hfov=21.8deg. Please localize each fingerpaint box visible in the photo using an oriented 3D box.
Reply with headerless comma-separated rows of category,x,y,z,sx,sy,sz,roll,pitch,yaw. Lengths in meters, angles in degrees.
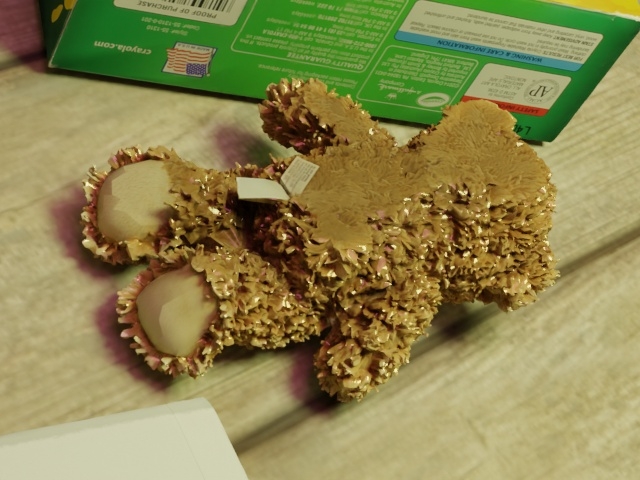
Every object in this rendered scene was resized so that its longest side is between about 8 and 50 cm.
fingerpaint box,-0.009,-0.288,1.345,0.444,0.163,0.371,6,50,-26

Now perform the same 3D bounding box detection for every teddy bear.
teddy bear,0.000,0.000,1.150,0.338,0.113,0.245,-27,61,-35

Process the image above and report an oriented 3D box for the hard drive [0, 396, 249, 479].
hard drive,-0.159,0.200,0.908,0.307,0.040,0.203,-7,56,-35
